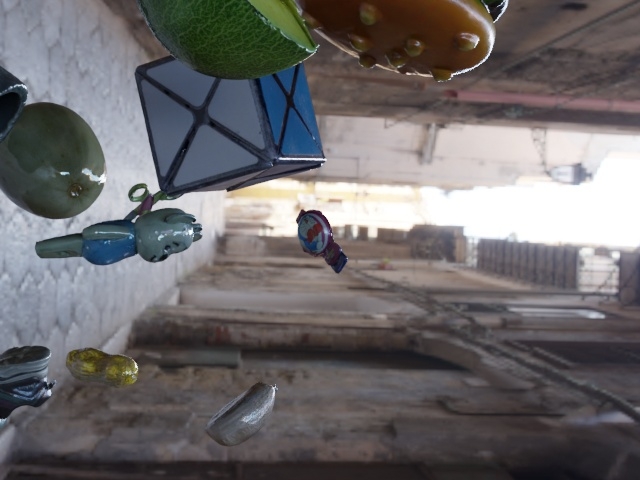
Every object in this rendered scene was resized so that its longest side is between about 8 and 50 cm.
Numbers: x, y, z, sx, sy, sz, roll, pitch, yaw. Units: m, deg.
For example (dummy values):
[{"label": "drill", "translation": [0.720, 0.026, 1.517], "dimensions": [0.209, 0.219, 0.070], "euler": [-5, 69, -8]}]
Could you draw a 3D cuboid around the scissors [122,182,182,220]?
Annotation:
[{"label": "scissors", "translation": [-0.370, -0.070, 1.707], "dimensions": [0.187, 0.134, 0.020], "euler": [-42, -118, 42]}]

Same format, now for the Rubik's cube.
[{"label": "Rubik's cube", "translation": [-0.164, -0.234, 1.551], "dimensions": [0.259, 0.255, 0.260], "euler": [-19, 97, -66]}]

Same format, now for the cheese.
[{"label": "cheese", "translation": [0.000, 0.000, 1.537], "dimensions": [0.145, 0.038, 0.095], "euler": [49, -51, 24]}]

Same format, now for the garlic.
[{"label": "garlic", "translation": [-0.178, 0.400, 1.840], "dimensions": [0.087, 0.196, 0.101], "euler": [49, -1, -21]}]

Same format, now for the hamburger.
[{"label": "hamburger", "translation": [0.136, -0.442, 1.392], "dimensions": [0.396, 0.396, 0.277], "euler": [158, -48, -83]}]

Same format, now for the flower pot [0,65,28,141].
[{"label": "flower pot", "translation": [-0.782, -0.292, 1.598], "dimensions": [0.299, 0.283, 0.299], "euler": [-50, -175, 6]}]

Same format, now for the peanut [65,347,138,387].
[{"label": "peanut", "translation": [-0.543, 0.316, 2.001], "dimensions": [0.087, 0.207, 0.087], "euler": [7, 90, -66]}]

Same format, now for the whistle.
[{"label": "whistle", "translation": [-0.285, 0.002, 1.153], "dimensions": [0.114, 0.236, 0.077], "euler": [93, -12, -72]}]

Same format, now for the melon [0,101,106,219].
[{"label": "melon", "translation": [-0.632, -0.184, 1.875], "dimensions": [0.271, 0.272, 0.307], "euler": [104, -37, -63]}]

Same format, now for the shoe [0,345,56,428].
[{"label": "shoe", "translation": [-0.402, 0.189, 0.985], "dimensions": [0.071, 0.169, 0.099], "euler": [-90, 168, -75]}]

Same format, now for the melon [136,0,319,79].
[{"label": "melon", "translation": [-0.149, -0.285, 0.928], "dimensions": [0.265, 0.169, 0.129], "euler": [58, 30, -4]}]
